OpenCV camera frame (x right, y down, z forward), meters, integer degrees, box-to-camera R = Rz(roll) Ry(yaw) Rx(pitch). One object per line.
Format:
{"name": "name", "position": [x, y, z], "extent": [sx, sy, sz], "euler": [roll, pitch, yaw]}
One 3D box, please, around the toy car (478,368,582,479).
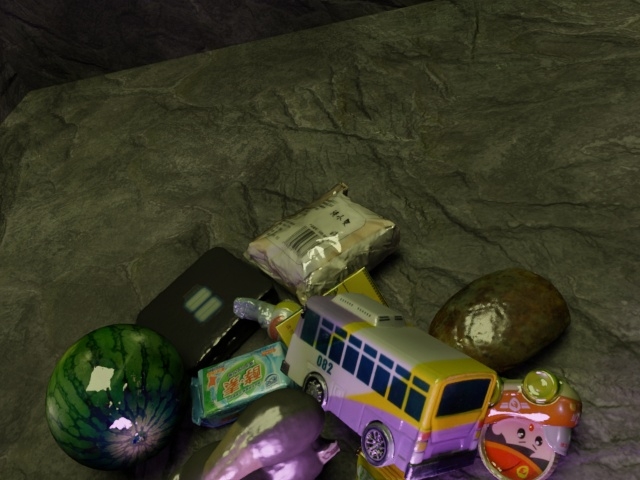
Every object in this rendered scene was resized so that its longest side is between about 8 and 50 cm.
{"name": "toy car", "position": [0.408, 0.377, 1.150], "extent": [0.235, 0.145, 0.235], "euler": [-15, 63, 32]}

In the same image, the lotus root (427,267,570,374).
{"name": "lotus root", "position": [0.397, 0.181, 1.313], "extent": [0.314, 0.142, 0.210], "euler": [-28, 21, -15]}

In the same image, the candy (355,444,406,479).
{"name": "candy", "position": [0.070, 0.560, 1.124], "extent": [0.187, 0.081, 0.297], "euler": [37, 64, 22]}

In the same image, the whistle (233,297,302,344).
{"name": "whistle", "position": [-0.129, 0.210, 1.524], "extent": [0.223, 0.123, 0.123], "euler": [19, 51, 1]}

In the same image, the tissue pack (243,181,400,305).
{"name": "tissue pack", "position": [0.000, 0.000, 1.659], "extent": [0.390, 0.195, 0.375], "euler": [-35, 40, -13]}

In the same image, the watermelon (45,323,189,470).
{"name": "watermelon", "position": [-0.487, 0.373, 1.392], "extent": [0.363, 0.363, 0.363], "euler": [-12, 44, 12]}

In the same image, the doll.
{"name": "doll", "position": [-0.164, 0.450, 1.144], "extent": [0.382, 0.379, 0.252], "euler": [-33, 44, -25]}

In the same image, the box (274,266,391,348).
{"name": "box", "position": [0.037, 0.207, 1.474], "extent": [0.279, 0.153, 0.041], "euler": [-33, 3, -10]}

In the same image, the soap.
{"name": "soap", "position": [-0.191, 0.367, 1.455], "extent": [0.293, 0.077, 0.156], "euler": [-21, 42, 2]}

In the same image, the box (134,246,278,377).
{"name": "box", "position": [-0.335, 0.199, 1.679], "extent": [0.350, 0.091, 0.359], "euler": [26, 61, 41]}

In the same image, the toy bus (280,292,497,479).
{"name": "toy bus", "position": [0.125, 0.278, 1.219], "extent": [0.439, 0.209, 0.250], "euler": [25, 105, 49]}
